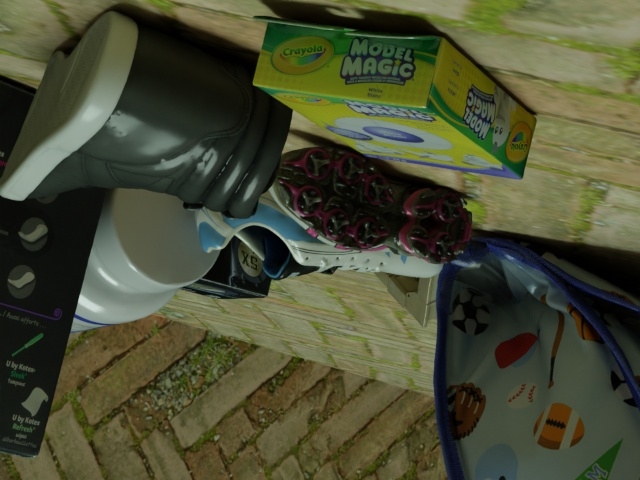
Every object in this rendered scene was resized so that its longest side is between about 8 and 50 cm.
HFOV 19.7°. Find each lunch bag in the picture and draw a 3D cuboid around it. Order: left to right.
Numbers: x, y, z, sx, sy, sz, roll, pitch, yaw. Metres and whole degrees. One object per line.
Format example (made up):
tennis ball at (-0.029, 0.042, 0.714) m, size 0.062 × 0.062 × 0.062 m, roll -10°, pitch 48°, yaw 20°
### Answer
lunch bag at (0.269, 0.185, 1.568) m, size 0.239 × 0.385 × 0.328 m, roll -36°, pitch 148°, yaw 22°

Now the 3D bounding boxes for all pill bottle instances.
pill bottle at (-0.206, 0.002, 1.586) m, size 0.152 × 0.152 × 0.272 m, roll 19°, pitch 159°, yaw -36°

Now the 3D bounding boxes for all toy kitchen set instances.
toy kitchen set at (0.104, 0.021, 1.739) m, size 0.068 × 0.075 × 0.083 m, roll -22°, pitch -130°, yaw -26°

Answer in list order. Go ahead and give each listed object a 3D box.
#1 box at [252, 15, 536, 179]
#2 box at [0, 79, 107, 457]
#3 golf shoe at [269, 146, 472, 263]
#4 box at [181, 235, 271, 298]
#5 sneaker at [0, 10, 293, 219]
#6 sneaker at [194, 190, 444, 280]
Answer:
box at (0.040, -0.078, 0.996) m, size 0.105 × 0.043 × 0.179 m, roll 10°, pitch 170°, yaw 27°
box at (-0.284, 0.016, 1.435) m, size 0.143 × 0.270 × 0.165 m, roll 20°, pitch 171°, yaw -43°
golf shoe at (0.023, -0.023, 1.355) m, size 0.186 × 0.067 × 0.086 m, roll 20°, pitch 172°, yaw -42°
box at (-0.138, 0.005, 1.856) m, size 0.147 × 0.078 × 0.180 m, roll 16°, pitch 173°, yaw -19°
sneaker at (-0.110, -0.059, 1.172) m, size 0.147 × 0.105 × 0.296 m, roll 22°, pitch 167°, yaw -18°
sneaker at (0.000, 0.000, 1.521) m, size 0.237 × 0.086 × 0.085 m, roll 16°, pitch 171°, yaw -30°
